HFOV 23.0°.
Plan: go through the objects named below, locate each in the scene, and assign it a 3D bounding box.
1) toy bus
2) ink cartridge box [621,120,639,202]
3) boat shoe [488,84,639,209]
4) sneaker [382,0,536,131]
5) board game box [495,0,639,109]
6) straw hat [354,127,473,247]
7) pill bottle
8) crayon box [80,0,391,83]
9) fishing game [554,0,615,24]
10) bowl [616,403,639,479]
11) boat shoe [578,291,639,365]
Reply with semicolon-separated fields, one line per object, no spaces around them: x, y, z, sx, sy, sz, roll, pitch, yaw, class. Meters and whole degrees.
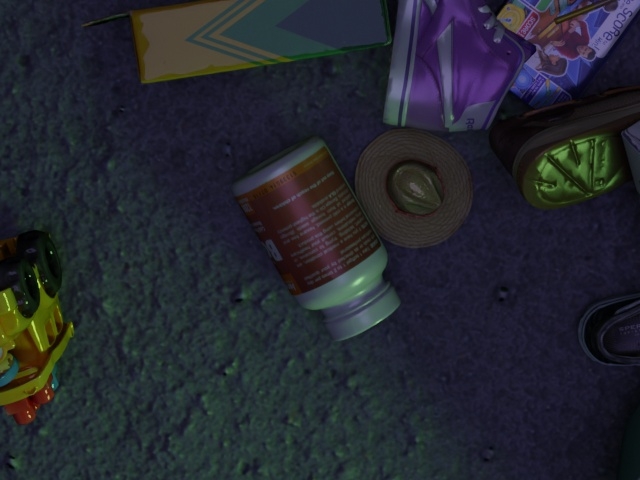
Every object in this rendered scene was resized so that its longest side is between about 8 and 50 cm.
-0.359;0.115;1.766;0.149;0.220;0.211;-15;105;7;toy bus
0.430;-0.062;1.702;0.158;0.092;0.218;-33;134;-8;ink cartridge box
0.348;-0.131;1.753;0.342;0.123;0.123;-17;129;-18;boat shoe
0.163;-0.258;1.739;0.161;0.102;0.282;6;92;5;sneaker
0.276;-0.249;1.784;0.136;0.035;0.201;36;98;-5;board game box
0.109;-0.060;1.796;0.144;0.061;0.144;0;92;-3;straw hat
0.000;0.000;1.784;0.121;0.121;0.216;-29;97;5;pill bottle
-0.085;-0.229;1.710;0.318;0.202;0.081;-8;99;3;crayon box
0.262;-0.364;1.705;0.189;0.041;0.264;-17;67;4;fishing game
0.462;0.256;1.767;0.311;0.163;0.311;-3;128;-4;bowl
0.467;0.094;1.794;0.335;0.119;0.121;-15;99;3;boat shoe
